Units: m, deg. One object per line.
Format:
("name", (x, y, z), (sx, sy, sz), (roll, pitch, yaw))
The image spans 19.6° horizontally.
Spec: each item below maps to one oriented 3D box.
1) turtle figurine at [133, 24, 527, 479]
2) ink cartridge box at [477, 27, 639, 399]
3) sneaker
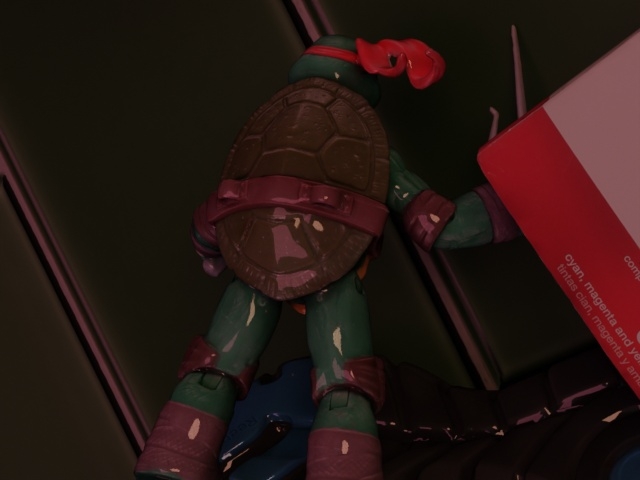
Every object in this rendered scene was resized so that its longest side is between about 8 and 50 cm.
("turtle figurine", (0.000, 0.000, 0.793), (0.175, 0.118, 0.234), (1, 67, 36))
("ink cartridge box", (0.180, -0.041, 0.695), (0.176, 0.128, 0.127), (-38, 82, 37))
("sneaker", (0.116, 0.126, 0.821), (0.341, 0.125, 0.140), (3, 133, 31))
